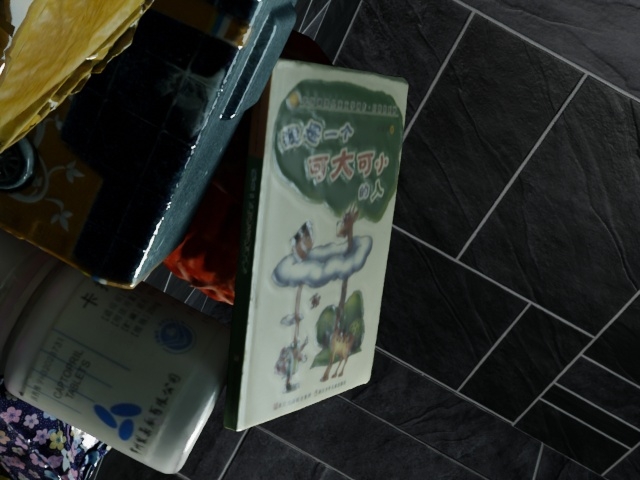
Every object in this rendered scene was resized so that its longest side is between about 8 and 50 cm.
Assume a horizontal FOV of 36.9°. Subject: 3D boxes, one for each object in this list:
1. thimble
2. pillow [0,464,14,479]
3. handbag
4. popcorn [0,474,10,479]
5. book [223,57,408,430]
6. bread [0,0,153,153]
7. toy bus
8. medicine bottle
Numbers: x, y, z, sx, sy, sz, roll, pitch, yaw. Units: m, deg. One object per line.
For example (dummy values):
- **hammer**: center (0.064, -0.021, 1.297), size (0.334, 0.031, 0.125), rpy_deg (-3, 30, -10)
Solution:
- **thimble**: center (-0.104, -0.092, 1.190), size (0.230, 0.350, 0.350), rpy_deg (-57, 177, -30)
- **pillow**: center (-0.415, 0.315, 1.332), size (0.084, 0.236, 0.223), rpy_deg (63, 35, -34)
- **handbag**: center (-0.345, 0.196, 1.234), size (0.127, 0.228, 0.207), rpy_deg (-17, -152, 36)
- **popcorn**: center (-0.443, 0.404, 1.108), size (0.250, 0.235, 0.242), rpy_deg (-50, -167, 0)
- **book**: center (0.000, 0.000, 1.032), size (0.260, 0.043, 0.370), rpy_deg (-8, 106, -57)
- **bread**: center (-0.181, -0.176, 0.564), size (0.227, 0.142, 0.253), rpy_deg (-63, 180, 38)
- **toy bus**: center (-0.163, -0.136, 0.857), size (0.323, 0.194, 0.162), rpy_deg (-61, 178, 22)
- **medicine bottle**: center (-0.241, 0.110, 1.017), size (0.170, 0.293, 0.170), rpy_deg (-62, 180, -1)
